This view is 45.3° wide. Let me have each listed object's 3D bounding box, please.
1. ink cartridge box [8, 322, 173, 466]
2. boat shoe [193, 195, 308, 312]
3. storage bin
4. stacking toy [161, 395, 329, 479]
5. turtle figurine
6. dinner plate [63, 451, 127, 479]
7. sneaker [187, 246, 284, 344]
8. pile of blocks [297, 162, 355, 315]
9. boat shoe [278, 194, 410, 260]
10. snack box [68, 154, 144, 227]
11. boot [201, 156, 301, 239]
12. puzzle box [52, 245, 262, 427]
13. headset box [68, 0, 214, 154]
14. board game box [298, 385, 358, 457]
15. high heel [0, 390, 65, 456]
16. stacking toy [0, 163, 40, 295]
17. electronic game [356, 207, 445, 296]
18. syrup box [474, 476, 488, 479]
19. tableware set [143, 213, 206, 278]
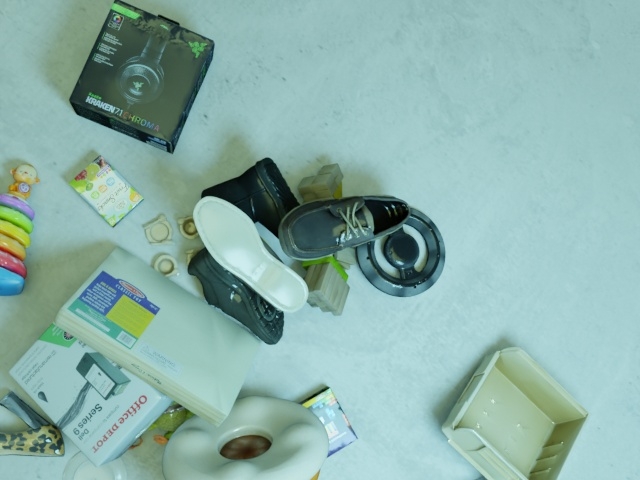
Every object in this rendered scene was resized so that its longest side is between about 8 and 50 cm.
[{"bbox_3d":[-0.485,0.306,1.657,0.289,0.121,0.211,43,92,9],"label":"ink cartridge box"},{"bbox_3d":[-0.162,0.032,1.691,0.324,0.097,0.116,44,79,-16],"label":"boat shoe"},{"bbox_3d":[0.459,0.430,1.805,0.260,0.123,0.262,44,57,-3],"label":"storage bin"},{"bbox_3d":[-0.140,0.617,1.676,0.351,0.350,0.479,-9,111,-10],"label":"stacking toy"},{"bbox_3d":[-0.360,0.375,1.737,0.270,0.087,0.217,-12,87,-10],"label":"turtle figurine"},{"bbox_3d":[-0.510,0.540,1.733,0.141,0.017,0.141,1,86,-8],"label":"dinner plate"},{"bbox_3d":[-0.194,0.129,1.779,0.130,0.109,0.286,-32,98,32],"label":"sneaker"},{"bbox_3d":[0.000,0.000,1.838,0.113,0.149,0.362,-7,72,33],"label":"pile of blocks"},{"bbox_3d":[0.061,-0.048,1.711,0.355,0.130,0.132,-19,88,-41],"label":"boat shoe"},{"bbox_3d":[-0.497,-0.114,1.784,0.100,0.037,0.141,-45,93,-9],"label":"snack box"},{"bbox_3d":[-0.150,-0.045,1.769,0.207,0.094,0.246,-28,91,28],"label":"boot"},{"bbox_3d":[-0.340,0.201,1.677,0.409,0.272,0.052,35,120,-6],"label":"puzzle box"},{"bbox_3d":[-0.404,-0.384,1.778,0.246,0.131,0.283,23,81,-7],"label":"headset box"},{"bbox_3d":[-0.019,0.448,1.808,0.170,0.048,0.141,-29,89,-11],"label":"board game box"},{"bbox_3d":[-0.697,0.483,1.664,0.186,0.093,0.261,40,71,2],"label":"high heel"},{"bbox_3d":[-0.699,-0.040,1.705,0.175,0.166,0.301,22,67,-16],"label":"stacking toy"},{"bbox_3d":[0.198,0.026,1.882,0.229,0.048,0.229,3,77,-12],"label":"electronic game"},{"bbox_3d":[0.334,0.652,1.822,0.237,0.096,0.093,-20,88,-13],"label":"syrup box"},{"bbox_3d":[-0.333,0.014,1.809,0.141,0.020,0.168,-15,88,-10],"label":"tableware set"}]
